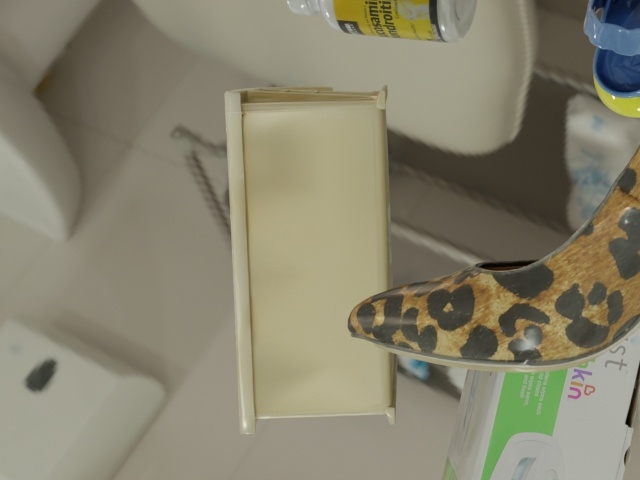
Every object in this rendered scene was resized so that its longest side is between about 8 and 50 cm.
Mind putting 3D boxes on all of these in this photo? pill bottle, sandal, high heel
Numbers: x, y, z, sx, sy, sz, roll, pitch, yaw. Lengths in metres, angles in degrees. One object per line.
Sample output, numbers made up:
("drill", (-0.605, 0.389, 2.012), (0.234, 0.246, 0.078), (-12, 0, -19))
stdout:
("pill bottle", (0.061, -0.260, 1.394), (0.184, 0.103, 0.103), (9, 148, 23))
("sandal", (0.344, -0.279, 1.322), (0.126, 0.317, 0.138), (20, -177, 30))
("high heel", (0.127, -0.036, 0.651), (0.261, 0.093, 0.186), (-7, 96, 19))

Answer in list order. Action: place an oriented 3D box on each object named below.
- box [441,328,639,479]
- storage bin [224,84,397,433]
("box", (0.200, 0.165, 1.248), (0.127, 0.262, 0.231), (13, -178, 2))
("storage bin", (0.000, 0.000, 1.155), (0.123, 0.262, 0.260), (-2, -173, 3))
